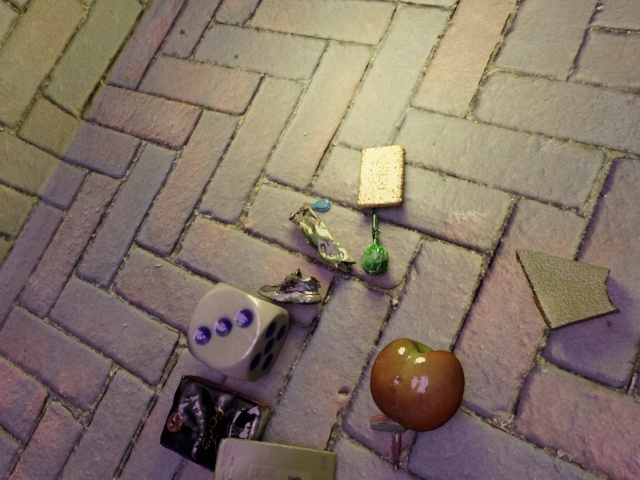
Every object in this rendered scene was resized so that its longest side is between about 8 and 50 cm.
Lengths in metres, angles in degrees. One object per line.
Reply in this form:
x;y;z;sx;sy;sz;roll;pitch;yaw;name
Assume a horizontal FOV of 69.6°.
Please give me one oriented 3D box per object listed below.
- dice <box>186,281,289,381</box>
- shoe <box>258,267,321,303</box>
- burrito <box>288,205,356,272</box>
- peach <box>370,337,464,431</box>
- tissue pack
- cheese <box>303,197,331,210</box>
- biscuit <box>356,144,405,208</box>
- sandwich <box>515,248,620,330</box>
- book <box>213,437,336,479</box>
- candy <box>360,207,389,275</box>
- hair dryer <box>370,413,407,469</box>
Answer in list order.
-0.266;0.295;1.504;0.259;0.243;0.251;21;80;22;dice
-0.101;0.152;1.563;0.228;0.099;0.125;4;82;16;shoe
0.003;-0.002;1.600;0.096;0.066;0.309;-42;66;0;burrito
0.266;0.400;1.273;0.253;0.252;0.252;-7;70;18;peach
-0.346;0.595;1.492;0.333;0.123;0.244;13;79;24;tissue pack
-0.012;-0.128;1.676;0.111;0.017;0.047;-6;67;18;cheese
0.211;-0.222;1.599;0.160;0.030;0.249;-3;62;18;biscuit
0.704;0.112;1.306;0.212;0.063;0.244;-19;67;10;sandwich
-0.140;0.726;1.352;0.353;0.035;0.239;8;76;-1;book
0.185;-0.037;1.546;0.097;0.097;0.323;-5;63;19;candy
0.206;0.584;1.334;0.106;0.054;0.154;-14;72;20;hair dryer
